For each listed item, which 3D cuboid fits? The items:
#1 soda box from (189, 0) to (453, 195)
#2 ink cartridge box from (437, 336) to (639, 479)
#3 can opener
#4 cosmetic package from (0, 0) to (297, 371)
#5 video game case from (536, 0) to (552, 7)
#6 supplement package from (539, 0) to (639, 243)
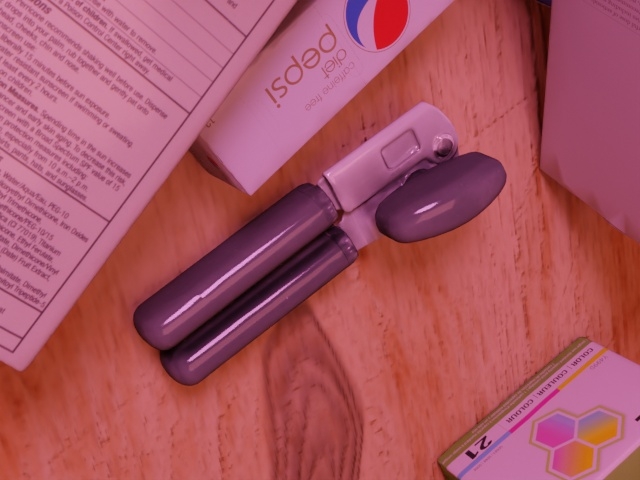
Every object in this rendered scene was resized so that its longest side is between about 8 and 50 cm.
[{"bbox_3d":[-0.004,-0.132,0.627,0.216,0.074,0.069,-45,122,-10],"label":"soda box"},{"bbox_3d":[0.253,0.210,0.776,0.188,0.255,0.097,-37,120,-15],"label":"ink cartridge box"},{"bbox_3d":[0.000,0.000,0.668,0.280,0.093,0.074,-35,121,-11],"label":"can opener"},{"bbox_3d":[-0.147,-0.100,0.524,0.153,0.129,0.296,40,85,-31],"label":"cosmetic package"},{"bbox_3d":[0.180,-0.335,0.635,0.244,0.061,0.269,-46,131,0],"label":"video game case"},{"bbox_3d":[0.283,-0.145,0.669,0.175,0.177,0.293,-33,144,-17],"label":"supplement package"}]
